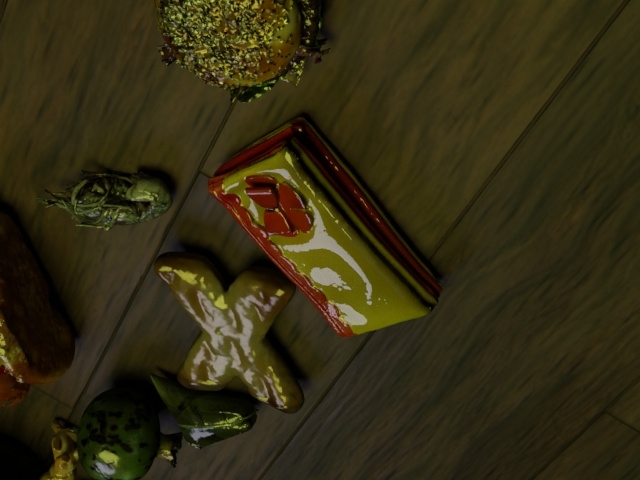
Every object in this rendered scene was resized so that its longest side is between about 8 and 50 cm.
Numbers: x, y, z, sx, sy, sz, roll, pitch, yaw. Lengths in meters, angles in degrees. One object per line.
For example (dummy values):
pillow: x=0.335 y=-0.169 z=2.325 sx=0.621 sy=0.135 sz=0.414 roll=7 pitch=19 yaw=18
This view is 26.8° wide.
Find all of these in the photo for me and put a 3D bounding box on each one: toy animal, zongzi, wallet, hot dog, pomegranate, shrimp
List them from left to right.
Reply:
hot dog: x=-0.398 y=0.090 z=1.569 sx=0.150 sy=0.153 sz=0.256 roll=-1 pitch=128 yaw=25
toy animal: x=-0.347 y=0.288 z=1.790 sx=0.081 sy=0.060 sz=0.083 roll=50 pitch=139 yaw=12
shrimp: x=-0.236 y=-0.044 z=1.445 sx=0.165 sy=0.056 sz=0.065 roll=0 pitch=145 yaw=13
pomegranate: x=-0.230 y=0.247 z=1.664 sx=0.162 sy=0.122 sz=0.122 roll=12 pitch=138 yaw=-18
zongzi: x=-0.140 y=0.191 z=1.618 sx=0.104 sy=0.052 sz=0.113 roll=-26 pitch=102 yaw=31
wallet: x=0.000 y=0.000 z=1.365 sx=0.141 sy=0.067 sz=0.241 roll=-23 pitch=117 yaw=40

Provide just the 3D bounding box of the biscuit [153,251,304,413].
biscuit: x=-0.098 y=0.102 z=1.514 sx=0.164 sy=0.047 sz=0.207 roll=10 pitch=132 yaw=16

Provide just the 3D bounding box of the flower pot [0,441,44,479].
flower pot: x=-0.467 y=0.366 z=1.845 sx=0.235 sy=0.148 sz=0.235 roll=14 pitch=140 yaw=13

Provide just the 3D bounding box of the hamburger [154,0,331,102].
hamburger: x=-0.078 y=-0.200 z=1.205 sx=0.164 sy=0.093 sz=0.189 roll=12 pitch=135 yaw=15
